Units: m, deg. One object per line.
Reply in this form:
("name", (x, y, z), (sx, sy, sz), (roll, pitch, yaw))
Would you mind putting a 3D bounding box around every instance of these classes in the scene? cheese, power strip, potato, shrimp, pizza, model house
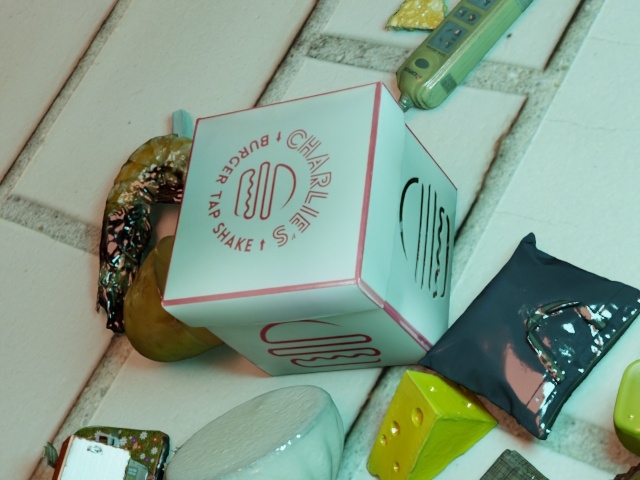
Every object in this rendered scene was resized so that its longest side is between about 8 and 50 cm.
("cheese", (0.131, 0.274, 1.556), (0.171, 0.126, 0.093), (-57, 46, 17))
("power strip", (0.248, -0.351, 1.860), (0.387, 0.066, 0.092), (-49, 48, -3))
("potato", (-0.243, 0.118, 1.817), (0.158, 0.178, 0.203), (-41, 62, 25))
("shrimp", (-0.286, -0.018, 1.968), (0.233, 0.071, 0.364), (-6, 66, 29))
("pizza", (0.177, -0.378, 1.943), (0.123, 0.026, 0.108), (-39, 53, 2))
("model house", (-0.378, 0.400, 1.726), (0.207, 0.154, 0.293), (0, 64, 29))

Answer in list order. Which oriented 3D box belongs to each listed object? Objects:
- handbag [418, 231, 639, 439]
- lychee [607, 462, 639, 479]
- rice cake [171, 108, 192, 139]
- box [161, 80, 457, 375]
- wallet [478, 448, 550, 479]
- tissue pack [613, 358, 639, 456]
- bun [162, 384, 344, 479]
("handbag", (0.288, 0.123, 1.535), (0.211, 0.088, 0.254), (32, 72, 35))
("lychee", (0.391, 0.346, 1.227), (0.261, 0.260, 0.260), (-15, 56, 23))
("rice cake", (-0.253, -0.159, 2.065), (0.042, 0.030, 0.180), (-23, 53, 25))
("box", (0.000, 0.000, 1.643), (0.312, 0.300, 0.314), (-8, 60, 27))
("wallet", (0.279, 0.368, 1.425), (0.124, 0.042, 0.230), (-47, 51, -6))
("tissue pack", (0.447, 0.215, 1.359), (0.178, 0.127, 0.123), (7, 64, 34))
("bun", (-0.069, 0.332, 1.584), (0.263, 0.175, 0.263), (-27, 12, 6))
